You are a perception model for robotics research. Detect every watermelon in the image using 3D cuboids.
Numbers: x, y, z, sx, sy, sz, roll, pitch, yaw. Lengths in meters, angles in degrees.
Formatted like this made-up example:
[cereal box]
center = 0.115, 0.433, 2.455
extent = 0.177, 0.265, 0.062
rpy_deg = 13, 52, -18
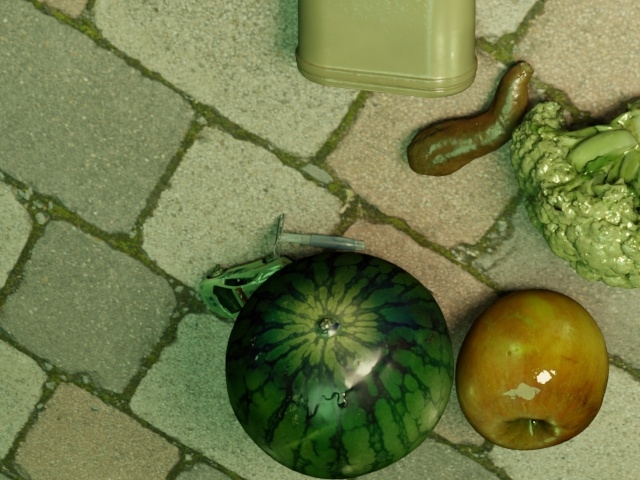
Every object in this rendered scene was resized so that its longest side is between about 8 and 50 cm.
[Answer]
[watermelon]
center = 0.027, 0.181, 2.116
extent = 0.363, 0.363, 0.363
rpy_deg = 10, 128, 13

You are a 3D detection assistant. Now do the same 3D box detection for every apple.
[apple]
center = 0.306, 0.185, 2.108
extent = 0.237, 0.207, 0.237
rpy_deg = 3, 144, 2

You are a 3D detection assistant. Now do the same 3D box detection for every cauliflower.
[cauliflower]
center = 0.392, -0.071, 1.881
extent = 0.275, 0.272, 0.250
rpy_deg = 33, 103, -22

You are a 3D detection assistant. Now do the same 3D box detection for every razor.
[razor]
center = 0.000, 0.000, 2.188
extent = 0.135, 0.068, 0.040
rpy_deg = 6, 131, 1

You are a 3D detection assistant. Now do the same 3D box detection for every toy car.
[toy car]
center = -0.108, 0.079, 2.277
extent = 0.186, 0.058, 0.093
rpy_deg = -14, 120, 27

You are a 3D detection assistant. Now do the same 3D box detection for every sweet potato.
[sweet potato]
center = 0.211, -0.152, 1.986
extent = 0.233, 0.062, 0.081
rpy_deg = -35, 107, 33

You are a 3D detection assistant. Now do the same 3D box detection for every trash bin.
[trash bin]
center = 0.083, -0.323, 1.869
extent = 0.243, 0.121, 0.247
rpy_deg = 7, 124, 15
